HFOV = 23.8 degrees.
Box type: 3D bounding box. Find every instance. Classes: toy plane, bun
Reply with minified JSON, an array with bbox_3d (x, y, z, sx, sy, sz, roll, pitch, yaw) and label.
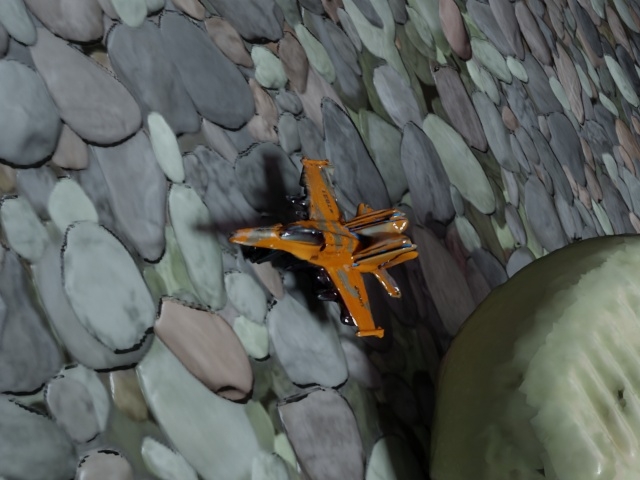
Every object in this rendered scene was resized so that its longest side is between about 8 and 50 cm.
[{"bbox_3d":[-0.009,0.005,1.017,0.188,0.062,0.135,-3,69,-46],"label":"toy plane"},{"bbox_3d":[0.227,0.181,1.102,0.361,0.213,0.361,10,70,-29],"label":"bun"}]
